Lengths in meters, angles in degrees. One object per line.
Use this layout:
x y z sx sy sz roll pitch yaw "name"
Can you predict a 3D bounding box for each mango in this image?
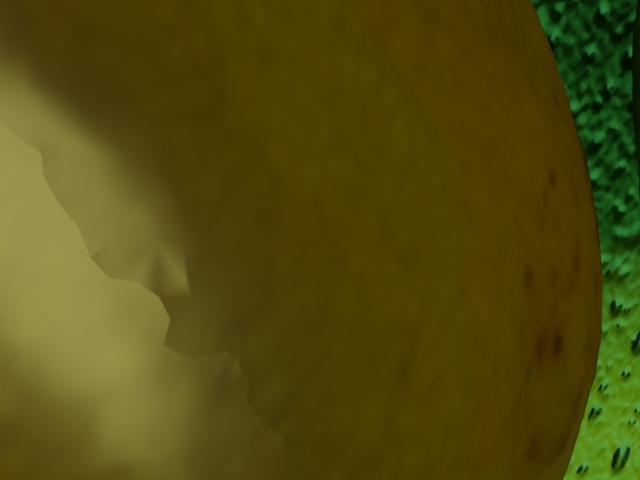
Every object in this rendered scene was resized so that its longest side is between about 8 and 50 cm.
-0.100 -0.057 0.411 0.446 0.232 0.300 48 34 -38 "mango"

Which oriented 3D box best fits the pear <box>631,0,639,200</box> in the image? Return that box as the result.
0.291 -0.084 0.735 0.413 0.352 0.352 -41 133 -19 "pear"
